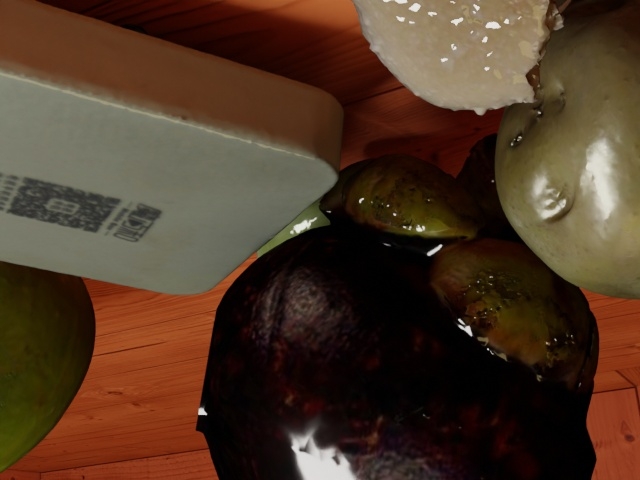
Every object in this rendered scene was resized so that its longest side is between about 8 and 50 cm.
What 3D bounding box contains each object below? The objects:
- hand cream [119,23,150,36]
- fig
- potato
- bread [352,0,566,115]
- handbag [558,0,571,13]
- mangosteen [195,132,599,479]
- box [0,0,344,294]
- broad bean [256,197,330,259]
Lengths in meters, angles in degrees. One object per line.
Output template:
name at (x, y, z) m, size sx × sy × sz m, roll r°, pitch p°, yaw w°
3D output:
hand cream at (-0.110, -0.125, 0.836) m, size 0.083 × 0.048 × 0.224 m, roll -15°, pitch 152°, yaw 36°
fig at (-0.421, 0.146, 1.111) m, size 0.316 × 0.316 × 0.316 m, roll -3°, pitch 160°, yaw -1°
potato at (0.273, -0.081, 0.721) m, size 0.326 × 0.243 × 0.221 m, roll -8°, pitch 166°, yaw -36°
bread at (0.048, -0.215, 0.431) m, size 0.183 × 0.102 × 0.337 m, roll 18°, pitch 139°, yaw 15°
handbag at (0.111, -0.215, 0.582) m, size 0.151 × 0.072 × 0.193 m, roll 0°, pitch 161°, yaw -9°
mangosteen at (0.065, 0.116, 0.873) m, size 0.381 × 0.421 × 0.381 m, roll -2°, pitch -176°, yaw 0°
box at (-0.208, -0.066, 0.823) m, size 0.373 × 0.090 × 0.367 m, roll 13°, pitch 155°, yaw -25°
broad bean at (0.000, 0.000, 1.120) m, size 0.169 × 0.100 × 0.228 m, roll 0°, pitch 149°, yaw -33°
